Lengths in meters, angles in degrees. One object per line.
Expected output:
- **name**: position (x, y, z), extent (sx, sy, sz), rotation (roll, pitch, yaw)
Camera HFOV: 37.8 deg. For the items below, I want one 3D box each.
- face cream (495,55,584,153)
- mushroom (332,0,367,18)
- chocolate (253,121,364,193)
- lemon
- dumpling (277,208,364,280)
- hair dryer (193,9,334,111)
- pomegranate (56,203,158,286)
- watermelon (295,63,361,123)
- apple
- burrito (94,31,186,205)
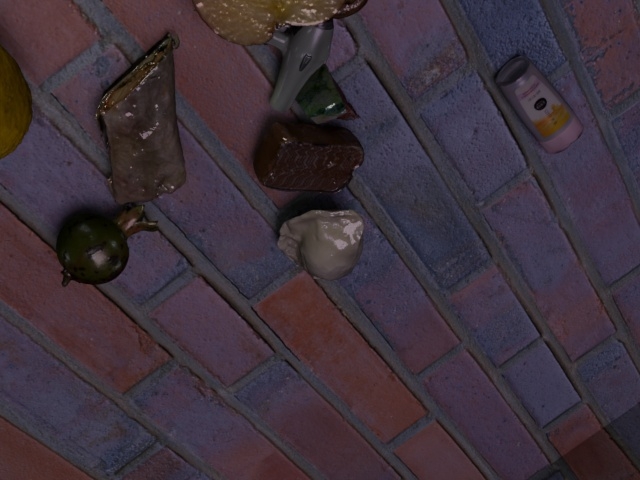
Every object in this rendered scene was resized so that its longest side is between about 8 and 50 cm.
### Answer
- **face cream**: position (0.502, -0.307, 2.136), extent (0.107, 0.073, 0.269), rotation (-37, 131, 15)
- **mushroom**: position (0.034, -0.483, 1.803), extent (0.126, 0.085, 0.109), rotation (24, 155, -31)
- **chocolate**: position (-0.024, -0.179, 1.973), extent (0.214, 0.093, 0.148), rotation (1, 139, -34)
- **lemon**: position (-0.631, -0.234, 1.558), extent (0.268, 0.268, 0.322), rotation (-49, 164, 14)
- **dumpling**: position (0.000, 0.000, 2.090), extent (0.193, 0.147, 0.258), rotation (21, 142, -14)
- **hair dryer**: position (-0.114, -0.358, 1.845), extent (0.267, 0.092, 0.229), rotation (4, 133, -3)
- **pomegranate**: position (-0.432, 0.009, 1.907), extent (0.220, 0.156, 0.156), rotation (-18, 129, -23)
- **watermelon**: position (0.007, -0.294, 1.952), extent (0.097, 0.121, 0.158), rotation (-29, 176, 16)
- **apple**: position (-0.092, -0.506, 1.681), extent (0.292, 0.163, 0.251), rotation (-9, 132, 0)
- **burrito**: position (-0.347, -0.221, 1.814), extent (0.175, 0.107, 0.348), rotation (-19, 131, -28)
